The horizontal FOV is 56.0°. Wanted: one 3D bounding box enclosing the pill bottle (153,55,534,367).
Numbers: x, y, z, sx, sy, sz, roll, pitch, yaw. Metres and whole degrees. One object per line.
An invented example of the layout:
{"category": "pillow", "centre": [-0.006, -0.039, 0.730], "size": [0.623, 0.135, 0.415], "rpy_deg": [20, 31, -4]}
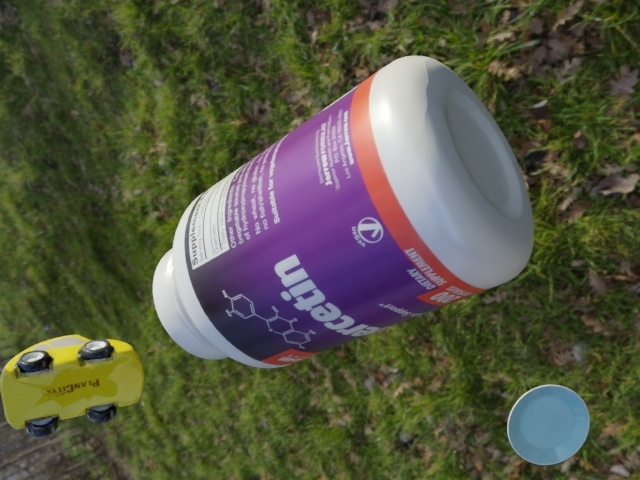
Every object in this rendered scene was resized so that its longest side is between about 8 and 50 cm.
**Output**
{"category": "pill bottle", "centre": [0.000, 0.000, 0.519], "size": [0.322, 0.181, 0.182], "rpy_deg": [-28, 81, 35]}

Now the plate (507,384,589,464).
{"category": "plate", "centre": [0.506, 0.409, 1.346], "size": [0.024, 0.188, 0.188], "rpy_deg": [-117, 13, -81]}

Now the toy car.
{"category": "toy car", "centre": [-0.277, 0.130, 0.429], "size": [0.225, 0.239, 0.053], "rpy_deg": [-59, 29, 3]}
